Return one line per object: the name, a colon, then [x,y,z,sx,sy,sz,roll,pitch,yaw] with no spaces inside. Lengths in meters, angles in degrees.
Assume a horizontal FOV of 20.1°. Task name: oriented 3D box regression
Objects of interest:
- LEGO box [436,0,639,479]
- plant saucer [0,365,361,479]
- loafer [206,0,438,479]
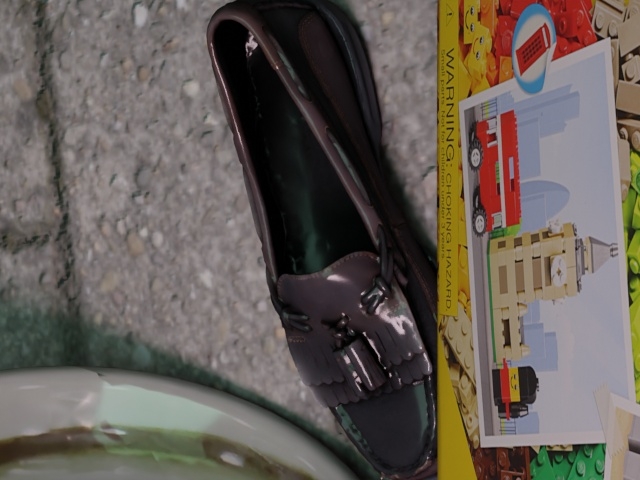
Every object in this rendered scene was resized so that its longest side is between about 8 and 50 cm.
LEGO box: [0.213,0.062,0.770,0.372,0.193,0.500,-178,87,-67]
plant saucer: [-0.149,0.227,1.005,0.400,0.400,0.100,23,129,28]
loafer: [0.000,0.000,1.049,0.109,0.095,0.302,-22,80,29]
